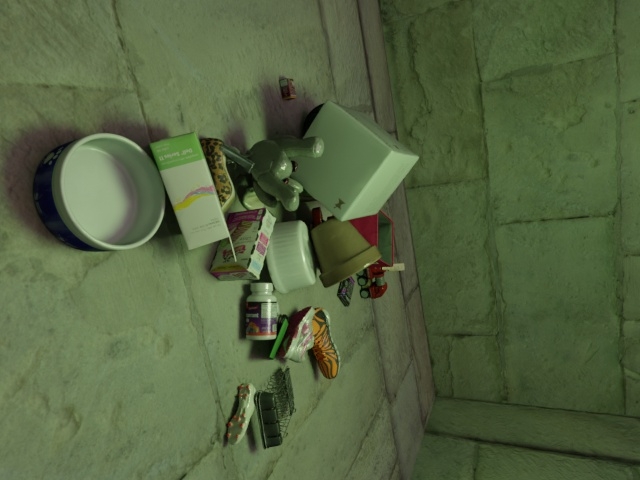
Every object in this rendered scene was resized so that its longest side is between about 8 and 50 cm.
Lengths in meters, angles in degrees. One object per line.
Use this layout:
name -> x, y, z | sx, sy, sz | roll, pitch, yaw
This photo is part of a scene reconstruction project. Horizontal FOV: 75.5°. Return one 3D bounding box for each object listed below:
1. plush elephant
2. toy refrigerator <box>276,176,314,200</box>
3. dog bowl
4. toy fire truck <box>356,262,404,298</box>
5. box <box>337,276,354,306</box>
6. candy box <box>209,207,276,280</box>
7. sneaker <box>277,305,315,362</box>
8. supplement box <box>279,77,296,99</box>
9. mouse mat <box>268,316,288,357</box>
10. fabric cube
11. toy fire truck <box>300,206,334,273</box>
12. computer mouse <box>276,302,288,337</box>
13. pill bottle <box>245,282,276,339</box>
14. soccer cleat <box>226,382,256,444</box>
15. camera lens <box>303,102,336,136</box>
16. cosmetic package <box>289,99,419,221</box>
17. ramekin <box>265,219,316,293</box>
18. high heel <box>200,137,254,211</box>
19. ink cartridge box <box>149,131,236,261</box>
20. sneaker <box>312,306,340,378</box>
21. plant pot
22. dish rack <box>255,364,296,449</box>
plush elephant -> -0.165, -0.232, 1.485 | 0.255, 0.329, 0.272 | 67, 38, -75
toy refrigerator -> -0.097, -0.219, 1.756 | 0.269, 0.094, 0.102 | -7, 92, -62
dog bowl -> -0.498, -0.106, 0.956 | 0.265, 0.104, 0.265 | 18, 69, -61
toy fire truck -> 0.355, 0.213, 2.394 | 0.158, 0.246, 0.217 | -37, 118, -58
box -> 0.136, 0.254, 2.203 | 0.116, 0.029, 0.162 | 57, 38, -42
candy box -> -0.252, 0.013, 1.352 | 0.071, 0.159, 0.234 | 48, 45, -48
sneaker -> -0.078, 0.383, 1.669 | 0.111, 0.103, 0.252 | 44, 53, -23
supplement box -> -0.141, -0.655, 1.794 | 0.055, 0.043, 0.083 | -31, 114, -60
mouse mat -> -0.153, 0.364, 1.527 | 0.190, 0.007, 0.153 | 91, 20, -71
fabric cube -> 0.222, 0.000, 2.161 | 0.254, 0.258, 0.259 | 29, 60, -59
toy fire truck -> 0.000, 0.000, 1.875 | 0.254, 0.169, 0.302 | -84, 165, -83
computer mouse -> -0.177, 0.276, 1.582 | 0.106, 0.042, 0.193 | -61, 138, -46
pill bottle -> -0.208, 0.248, 1.456 | 0.108, 0.108, 0.194 | 16, 72, -61
soccer cleat -> -0.252, 0.574, 1.370 | 0.076, 0.068, 0.196 | 57, 36, -48
camera lens -> 0.062, -0.501, 1.970 | 0.274, 0.219, 0.220 | 33, 57, -57
cosmetic package -> 0.136, -0.312, 1.676 | 0.329, 0.327, 0.393 | 43, 24, 15
ramekin -> -0.106, 0.056, 1.560 | 0.277, 0.135, 0.278 | -12, 90, -83
high heel -> -0.354, -0.190, 1.318 | 0.261, 0.186, 0.093 | -59, -174, -8
ink cartridge box -> -0.342, -0.109, 1.138 | 0.207, 0.119, 0.354 | -139, -147, -69
sneaker -> -0.023, 0.462, 1.792 | 0.180, 0.124, 0.321 | -10, 84, -58
plant pot -> 0.076, 0.028, 1.638 | 0.229, 0.263, 0.263 | 61, 28, 4
dish rack -> -0.155, 0.597, 1.521 | 0.271, 0.074, 0.209 | -49, 133, -77
